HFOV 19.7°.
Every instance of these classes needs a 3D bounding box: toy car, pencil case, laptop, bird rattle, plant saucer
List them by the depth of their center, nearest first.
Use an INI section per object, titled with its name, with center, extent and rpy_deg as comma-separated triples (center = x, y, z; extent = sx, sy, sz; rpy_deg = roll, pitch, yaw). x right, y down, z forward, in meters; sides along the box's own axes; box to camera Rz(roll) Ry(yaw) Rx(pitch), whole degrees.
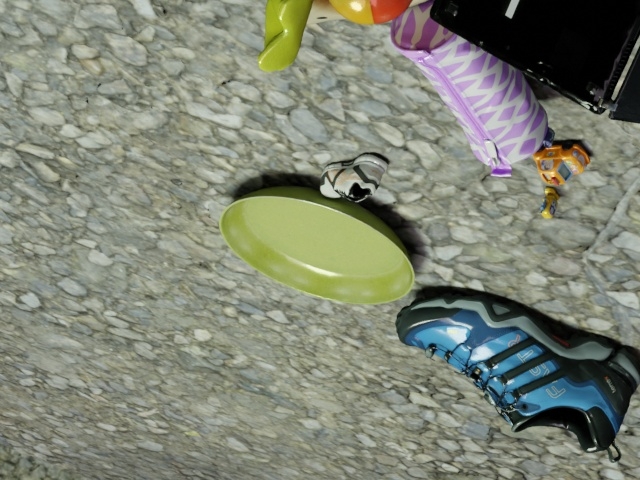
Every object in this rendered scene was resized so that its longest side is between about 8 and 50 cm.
[laptop]
center = 0.258, -0.224, 1.429
extent = 0.264, 0.136, 0.234
rpy_deg = 32, 120, 21
[bird rattle]
center = 0.046, -0.242, 1.577
extent = 0.253, 0.143, 0.207
rpy_deg = -19, 174, 4
[pencil case]
center = 0.140, -0.148, 1.720
extent = 0.086, 0.088, 0.206
rpy_deg = 6, 150, 38
[toy car]
center = 0.247, -0.055, 1.879
extent = 0.060, 0.040, 0.122
rpy_deg = 9, 152, 21
[plant saucer]
center = 0.000, 0.000, 2.162
extent = 0.241, 0.037, 0.241
rpy_deg = 16, 153, 8

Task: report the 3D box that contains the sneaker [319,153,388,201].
[sneaker]
center = 0.030, -0.062, 2.015
extent = 0.040, 0.043, 0.109
rpy_deg = 29, 154, -23

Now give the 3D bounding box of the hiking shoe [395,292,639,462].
[hiking shoe]
center = 0.229, 0.157, 2.198
extent = 0.304, 0.132, 0.113
rpy_deg = 17, 154, 6
